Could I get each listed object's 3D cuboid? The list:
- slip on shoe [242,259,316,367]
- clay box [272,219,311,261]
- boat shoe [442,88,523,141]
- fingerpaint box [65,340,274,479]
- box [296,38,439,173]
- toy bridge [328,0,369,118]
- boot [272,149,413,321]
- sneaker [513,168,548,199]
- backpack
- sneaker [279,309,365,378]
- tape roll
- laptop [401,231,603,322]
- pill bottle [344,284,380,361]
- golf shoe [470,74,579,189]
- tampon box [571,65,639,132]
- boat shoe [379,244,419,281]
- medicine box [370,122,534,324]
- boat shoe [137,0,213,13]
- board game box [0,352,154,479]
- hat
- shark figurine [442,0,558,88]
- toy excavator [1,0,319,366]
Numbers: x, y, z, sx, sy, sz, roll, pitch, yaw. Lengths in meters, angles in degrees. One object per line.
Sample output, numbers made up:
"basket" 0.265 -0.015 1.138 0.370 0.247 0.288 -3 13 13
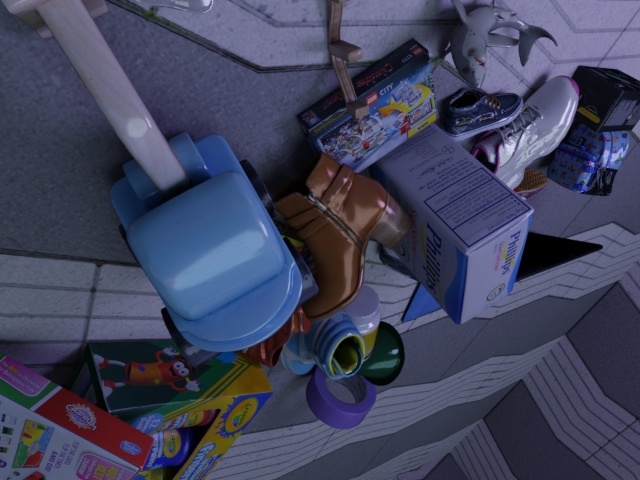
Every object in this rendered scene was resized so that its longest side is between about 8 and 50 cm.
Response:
"slip on shoe" -0.048 0.143 1.098 0.331 0.101 0.123 -51 175 21
"clay box" -0.122 0.020 0.968 0.127 0.053 0.222 -49 144 18
"boat shoe" 0.322 -0.261 1.008 0.183 0.065 0.083 -26 145 -12
"fingerpaint box" -0.374 0.419 1.119 0.370 0.163 0.445 10 125 -45
"box" 0.089 -0.210 0.888 0.233 0.044 0.159 -34 144 -3
"toy bridge" 0.035 -0.275 0.750 0.026 0.063 0.188 -25 130 -15
"boot" 0.000 0.000 0.908 0.220 0.109 0.283 32 113 -27
"sneaker" 0.489 -0.116 1.325 0.185 0.070 0.084 -23 152 -8
"backpack" 0.661 -0.213 1.280 0.116 0.158 0.174 2 120 -18
"sneaker" 0.000 0.272 1.228 0.127 0.208 0.319 -16 141 -28
"tape roll" 0.058 0.432 1.477 0.188 0.189 0.080 -6 134 -36
"laptop" 0.494 0.129 1.470 0.381 0.407 0.237 -15 106 -28
"pill bottle" 0.087 0.211 1.308 0.119 0.119 0.209 -20 143 -21
"golf shoe" 0.418 -0.216 1.106 0.140 0.115 0.306 7 125 -40
"tampon box" 0.643 -0.317 1.167 0.160 0.120 0.102 -9 136 -33
"boat shoe" 0.280 0.070 1.201 0.102 0.301 0.108 104 7 -51
"medicine box" 0.240 -0.032 1.008 0.149 0.289 0.264 -29 144 -10
"boat shoe" -0.182 -0.286 0.579 0.125 0.038 0.046 -4 115 -39
"board game box" -0.477 0.342 0.862 0.316 0.064 0.242 37 113 -14
"hat" 0.095 0.316 1.389 0.183 0.173 0.209 6 128 -45
"shark figurine" 0.266 -0.338 0.875 0.278 0.166 0.116 -31 175 -38
"toy excavator" -0.176 -0.068 0.644 0.222 0.433 0.445 -29 172 -10
